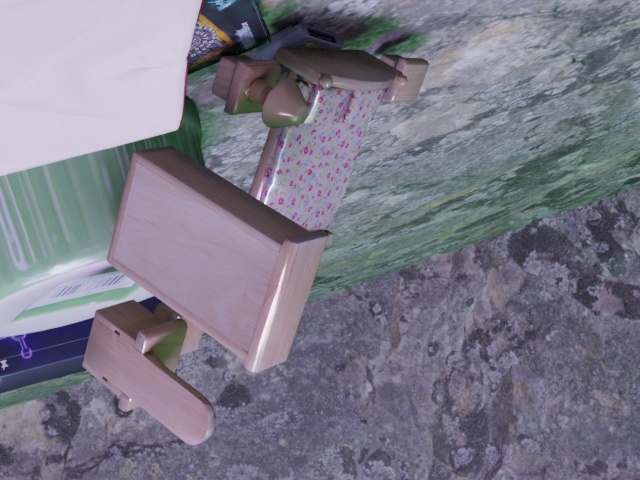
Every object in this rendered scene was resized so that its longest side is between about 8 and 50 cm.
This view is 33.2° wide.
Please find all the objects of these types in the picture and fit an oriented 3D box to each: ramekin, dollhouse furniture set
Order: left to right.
[{"bbox_3d":[-0.242,-0.015,1.049,0.304,0.148,0.303,-19,170,-4],"label":"ramekin"},{"bbox_3d":[0.000,0.000,0.975,0.356,0.174,0.303,-14,130,-52],"label":"dollhouse furniture set"}]

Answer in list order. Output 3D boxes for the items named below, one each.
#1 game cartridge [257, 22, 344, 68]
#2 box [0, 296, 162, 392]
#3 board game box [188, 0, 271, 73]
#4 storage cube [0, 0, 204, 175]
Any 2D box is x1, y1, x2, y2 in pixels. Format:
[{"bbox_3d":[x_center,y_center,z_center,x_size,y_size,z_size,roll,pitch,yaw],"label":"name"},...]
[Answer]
[{"bbox_3d":[-0.020,-0.177,0.991,0.056,0.017,0.083,-21,170,29],"label":"game cartridge"},{"bbox_3d":[-0.288,0.056,1.246,0.261,0.184,0.103,-13,169,-35],"label":"box"},{"bbox_3d":[-0.111,-0.170,0.822,0.126,0.026,0.186,-21,170,2],"label":"board game box"},{"bbox_3d":[-0.165,-0.137,0.424,0.215,0.193,0.183,-18,170,-17],"label":"storage cube"}]
